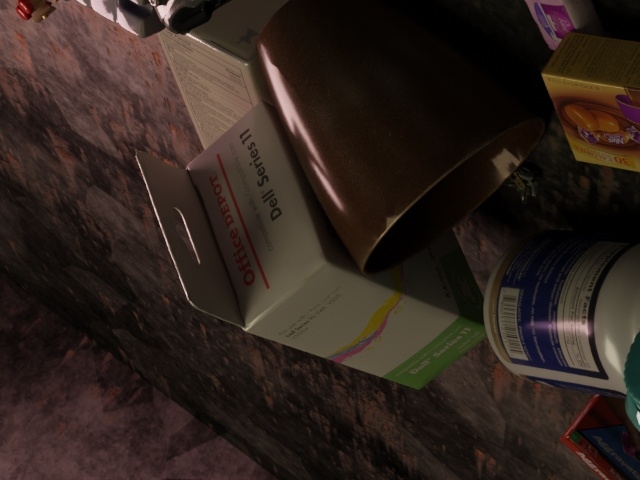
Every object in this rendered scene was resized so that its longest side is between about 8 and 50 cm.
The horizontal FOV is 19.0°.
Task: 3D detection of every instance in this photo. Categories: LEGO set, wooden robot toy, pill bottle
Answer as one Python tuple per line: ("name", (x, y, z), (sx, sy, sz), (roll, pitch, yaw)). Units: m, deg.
("LEGO set", (0.190, -0.066, 1.853), (0.083, 0.023, 0.054), (45, 164, 33))
("wooden robot toy", (-0.340, -0.316, 2.256), (0.079, 0.076, 0.173), (52, 161, 2))
("pill bottle", (0.282, 0.070, 1.761), (0.153, 0.153, 0.264), (50, 160, -23))

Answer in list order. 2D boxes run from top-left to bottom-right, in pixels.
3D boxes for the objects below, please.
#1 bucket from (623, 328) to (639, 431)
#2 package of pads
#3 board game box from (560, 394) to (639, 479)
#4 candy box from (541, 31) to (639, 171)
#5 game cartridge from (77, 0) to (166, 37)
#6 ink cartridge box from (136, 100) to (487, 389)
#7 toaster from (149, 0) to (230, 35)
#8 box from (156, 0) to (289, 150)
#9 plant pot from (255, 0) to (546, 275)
("bucket", (0.386, 0.114, 1.504), (0.183, 0.281, 0.281), (50, 159, -14))
("package of pads", (0.195, -0.189, 1.546), (0.050, 0.032, 0.083), (21, 153, 46))
("board game box", (0.389, 0.242, 1.944), (0.281, 0.145, 0.027), (43, 159, -5))
("candy box", (0.278, -0.100, 1.507), (0.186, 0.053, 0.109), (15, 149, 36))
("game cartridge", (-0.230, -0.383, 1.762), (0.230, 0.068, 0.355), (35, 141, 31))
("ink cartridge box", (0.000, 0.000, 1.867), (0.353, 0.119, 0.207), (22, -143, -48))
("toaster", (-0.070, -0.287, 1.611), (0.146, 0.227, 0.129), (59, 160, 1))
("box", (-0.056, -0.156, 1.967), (0.148, 0.121, 0.311), (32, 159, 27))
("plant pot", (0.050, -0.123, 1.749), (0.230, 0.215, 0.215), (50, 163, 12))
